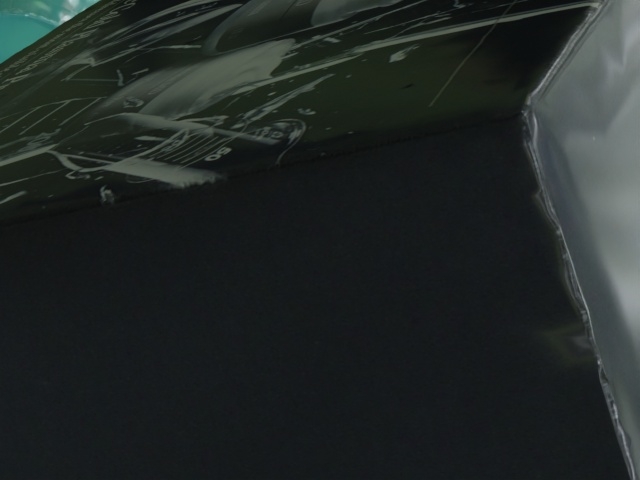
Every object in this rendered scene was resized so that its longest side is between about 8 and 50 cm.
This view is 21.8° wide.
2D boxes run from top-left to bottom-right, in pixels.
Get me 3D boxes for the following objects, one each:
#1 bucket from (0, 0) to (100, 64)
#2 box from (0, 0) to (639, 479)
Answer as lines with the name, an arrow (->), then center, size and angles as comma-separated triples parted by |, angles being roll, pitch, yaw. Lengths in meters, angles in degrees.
bucket -> -0.316, -0.158, 1.713 | 0.183, 0.281, 0.281 | -97, -172, -59
box -> 0.000, 0.000, 0.633 | 0.343, 0.312, 0.179 | -51, 127, -58
